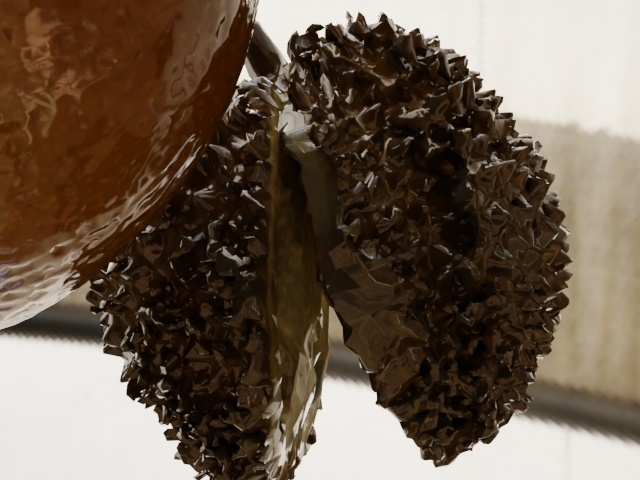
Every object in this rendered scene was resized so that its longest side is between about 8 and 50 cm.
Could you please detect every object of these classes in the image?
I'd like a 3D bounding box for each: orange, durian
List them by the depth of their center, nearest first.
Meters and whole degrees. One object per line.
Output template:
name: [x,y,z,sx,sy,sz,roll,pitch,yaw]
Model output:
orange: [-0.143,-0.094,0.634,0.264,0.264,0.264,14,-58,24]
durian: [0.000,0.000,0.774,0.196,0.196,0.167,38,-10,8]
